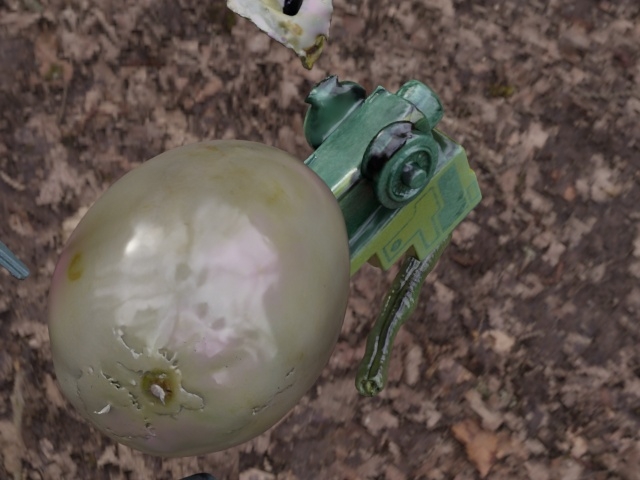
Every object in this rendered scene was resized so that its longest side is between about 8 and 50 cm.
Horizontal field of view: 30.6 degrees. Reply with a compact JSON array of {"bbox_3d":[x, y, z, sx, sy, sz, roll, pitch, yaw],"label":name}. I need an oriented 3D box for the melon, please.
[{"bbox_3d":[-0.090,0.040,0.930,0.223,0.223,0.317,22,29,3],"label":"melon"}]

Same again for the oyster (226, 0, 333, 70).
[{"bbox_3d":[-0.051,-0.313,1.390,0.209,0.072,0.133,36,96,-21],"label":"oyster"}]

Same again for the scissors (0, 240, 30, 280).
[{"bbox_3d":[-0.498,-0.110,1.333,0.029,0.192,0.447,-40,107,12],"label":"scissors"}]

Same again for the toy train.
[{"bbox_3d":[0.000,0.000,1.227,0.369,0.237,0.150,-45,59,-9],"label":"toy train"}]

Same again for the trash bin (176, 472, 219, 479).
[{"bbox_3d":[-0.067,0.290,0.911,0.236,0.176,0.101,44,41,-25],"label":"trash bin"}]

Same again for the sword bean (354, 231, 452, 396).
[{"bbox_3d":[0.094,0.074,1.345,0.043,0.038,0.269,14,47,16],"label":"sword bean"}]
